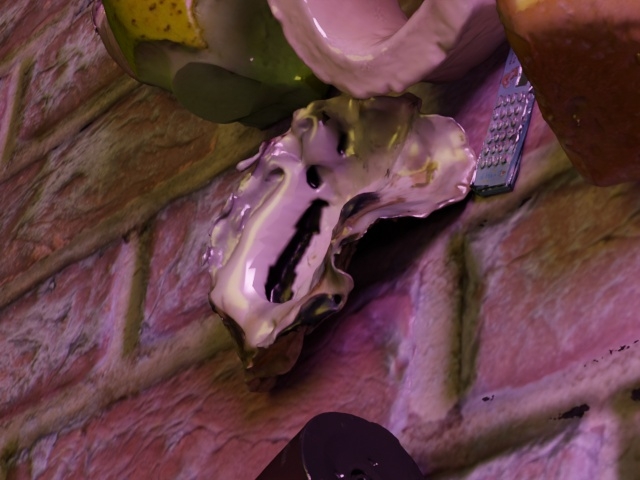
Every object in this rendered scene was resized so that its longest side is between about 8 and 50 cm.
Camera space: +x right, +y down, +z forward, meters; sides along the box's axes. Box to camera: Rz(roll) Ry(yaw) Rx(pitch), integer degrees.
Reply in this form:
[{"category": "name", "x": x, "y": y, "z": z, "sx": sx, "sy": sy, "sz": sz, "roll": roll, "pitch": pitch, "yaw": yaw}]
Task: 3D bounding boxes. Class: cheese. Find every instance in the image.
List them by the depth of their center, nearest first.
[{"category": "cheese", "x": 0.079, "y": -0.309, "z": 1.672, "sx": 0.292, "sy": 0.153, "sz": 0.332, "roll": -12, "pitch": 98, "yaw": 41}]

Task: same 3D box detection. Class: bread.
[{"category": "bread", "x": 0.253, "y": -0.176, "z": 1.399, "sx": 0.176, "sy": 0.246, "sz": 0.196, "roll": -12, "pitch": 48, "yaw": 20}]

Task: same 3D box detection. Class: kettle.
[{"category": "kettle", "x": -0.023, "y": 0.261, "z": 1.558, "sx": 0.232, "sy": 0.144, "sz": 0.202, "roll": -46, "pitch": 15, "yaw": 31}]

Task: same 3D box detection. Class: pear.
[{"category": "pear", "x": -0.109, "y": -0.290, "z": 1.966, "sx": 0.176, "sy": 0.281, "sz": 0.286, "roll": -20, "pitch": 51, "yaw": 60}]

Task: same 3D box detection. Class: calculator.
[{"category": "calculator", "x": 0.181, "y": -0.123, "z": 1.656, "sx": 0.057, "sy": 0.018, "sz": 0.172, "roll": -8, "pitch": 59, "yaw": 52}]

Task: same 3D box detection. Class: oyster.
[{"category": "oyster", "x": 0.001, "y": 0.000, "z": 1.748, "sx": 0.351, "sy": 0.114, "sz": 0.238, "roll": -61, "pitch": 39, "yaw": 13}]

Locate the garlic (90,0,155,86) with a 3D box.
[{"category": "garlic", "x": -0.201, "y": -0.307, "z": 2.241, "sx": 0.228, "sy": 0.152, "sz": 0.228, "roll": -34, "pitch": 38, "yaw": 32}]
